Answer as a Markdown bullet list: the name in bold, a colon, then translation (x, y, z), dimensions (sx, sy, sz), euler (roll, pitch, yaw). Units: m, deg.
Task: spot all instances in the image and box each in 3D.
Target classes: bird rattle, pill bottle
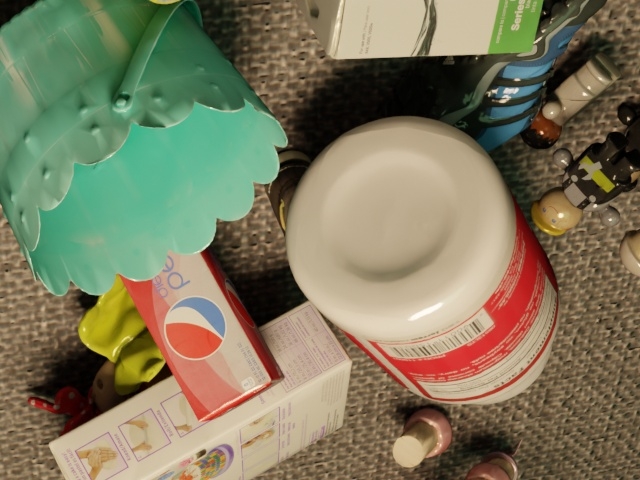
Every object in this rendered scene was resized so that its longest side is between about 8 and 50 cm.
- **bird rattle**: translation (-0.204, 0.165, 1.601), dimensions (0.207, 0.143, 0.253), euler (-6, 134, -38)
- **pill bottle**: translation (0.132, 0.046, 1.508), dimensions (0.229, 0.229, 0.407), euler (-32, 152, 6)

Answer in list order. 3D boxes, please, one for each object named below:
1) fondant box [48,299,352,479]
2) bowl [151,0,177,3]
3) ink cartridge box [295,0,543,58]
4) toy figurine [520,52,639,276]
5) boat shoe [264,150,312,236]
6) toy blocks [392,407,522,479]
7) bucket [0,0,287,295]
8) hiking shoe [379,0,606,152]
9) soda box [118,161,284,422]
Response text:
- **fondant box**: translation (-0.129, 0.221, 1.585), dimensions (0.330, 0.096, 0.238), euler (-29, 159, -15)
- **bowl**: translation (-0.130, -0.360, 1.150), dimensions (0.156, 0.289, 0.289), euler (31, 120, 9)
- **ink cartridge box**: translation (0.091, -0.250, 1.350), dimensions (0.208, 0.153, 0.087), euler (-5, 128, -18)
- **toy figurine**: translation (0.328, -0.081, 1.546), dimensions (0.209, 0.213, 0.148), euler (18, 135, -28)
- **boat shoe**: translation (0.000, 0.000, 1.574), dimensions (0.081, 0.068, 0.228), euler (-28, 132, 3)
- **toy blocks**: translation (0.179, 0.417, 1.870), dimensions (0.288, 0.309, 0.260), euler (-54, 168, 14)
- **bucket**: translation (-0.187, -0.099, 1.287), dimensions (0.281, 0.183, 0.281), euler (-29, 160, -12)
- **hiking shoe**: translation (0.200, -0.188, 1.484), dimensions (0.132, 0.113, 0.304), euler (23, 127, -40)
- **soda box**: translation (-0.142, 0.053, 1.443), dimensions (0.092, 0.263, 0.083), euler (-31, 173, 6)
